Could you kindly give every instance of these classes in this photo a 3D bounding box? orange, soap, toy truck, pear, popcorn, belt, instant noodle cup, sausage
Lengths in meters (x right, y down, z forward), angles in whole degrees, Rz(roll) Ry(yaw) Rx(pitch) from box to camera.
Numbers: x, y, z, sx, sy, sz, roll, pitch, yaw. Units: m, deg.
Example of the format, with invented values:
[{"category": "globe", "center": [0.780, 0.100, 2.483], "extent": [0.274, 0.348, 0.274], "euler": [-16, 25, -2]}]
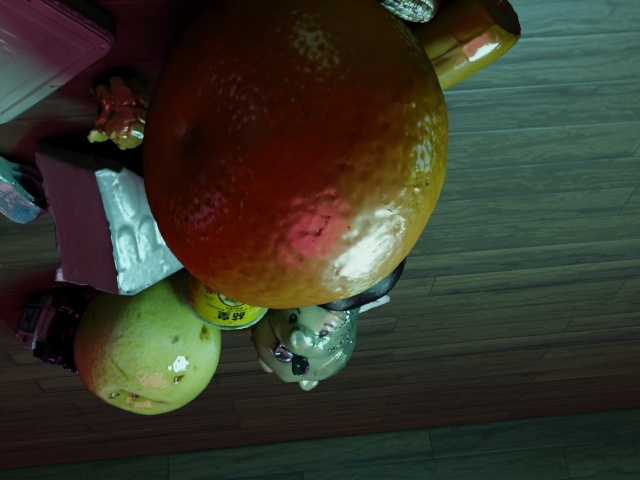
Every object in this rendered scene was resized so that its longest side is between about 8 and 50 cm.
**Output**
[{"category": "orange", "center": [-0.027, -0.115, 1.085], "extent": [0.326, 0.424, 0.424], "euler": [8, 151, -41]}, {"category": "soap", "center": [-0.304, -0.070, 1.461], "extent": [0.159, 0.258, 0.302], "euler": [12, -150, 35]}, {"category": "toy truck", "center": [-0.584, 0.202, 1.917], "extent": [0.177, 0.161, 0.213], "euler": [7, 161, 29]}, {"category": "pear", "center": [-0.358, 0.206, 1.803], "extent": [0.309, 0.309, 0.309], "euler": [-5, 154, -3]}, {"category": "popcorn", "center": [-0.289, -0.185, 1.246], "extent": [0.089, 0.097, 0.109], "euler": [9, 136, -34]}, {"category": "belt", "center": [-0.542, -0.111, 1.337], "extent": [0.072, 0.087, 0.302], "euler": [-17, 152, 26]}, {"category": "instant noodle cup", "center": [-0.175, 0.062, 1.692], "extent": [0.182, 0.182, 0.144], "euler": [1, 143, -15]}, {"category": "sausage", "center": [0.125, -0.242, 1.216], "extent": [0.328, 0.112, 0.112], "euler": [-26, 148, 35]}]

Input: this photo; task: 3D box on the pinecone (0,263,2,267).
[{"category": "pinecone", "center": [-0.698, 0.068, 1.532], "extent": [0.221, 0.221, 0.221], "euler": [-5, 154, -3]}]

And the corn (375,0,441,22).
[{"category": "corn", "center": [0.062, -0.332, 1.062], "extent": [0.079, 0.079, 0.237], "euler": [-27, 150, 35]}]

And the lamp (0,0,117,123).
[{"category": "lamp", "center": [-0.442, -0.264, 1.101], "extent": [0.269, 0.047, 0.266], "euler": [-24, 147, 31]}]

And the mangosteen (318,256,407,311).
[{"category": "mangosteen", "center": [0.000, 0.000, 1.490], "extent": [0.302, 0.275, 0.275], "euler": [-9, 154, -10]}]

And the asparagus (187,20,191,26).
[{"category": "asparagus", "center": [-0.162, -0.265, 1.194], "extent": [0.025, 0.021, 0.108], "euler": [-11, 153, 11]}]

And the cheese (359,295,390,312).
[{"category": "cheese", "center": [0.057, 0.177, 2.094], "extent": [0.251, 0.054, 0.127], "euler": [-23, 149, 28]}]

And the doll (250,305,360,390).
[{"category": "doll", "center": [-0.024, 0.191, 1.904], "extent": [0.247, 0.247, 0.349], "euler": [4, 142, -21]}]
